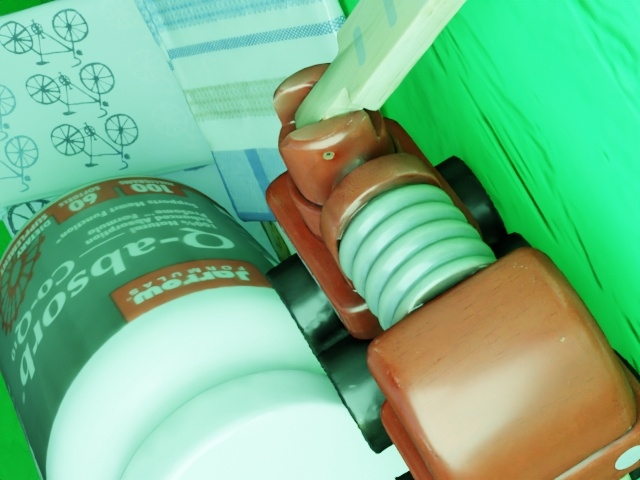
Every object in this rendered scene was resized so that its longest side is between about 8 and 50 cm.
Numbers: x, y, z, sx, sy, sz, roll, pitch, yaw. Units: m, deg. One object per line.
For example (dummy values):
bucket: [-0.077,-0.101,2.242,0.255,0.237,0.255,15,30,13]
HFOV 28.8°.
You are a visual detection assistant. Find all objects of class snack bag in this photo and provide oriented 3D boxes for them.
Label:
snack bag: [-0.178,-0.057,1.118,0.037,0.323,0.342,-64,-41,-55]

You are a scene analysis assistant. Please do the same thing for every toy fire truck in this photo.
toy fire truck: [0.054,-0.006,0.525,0.217,0.159,0.246,57,177,38]

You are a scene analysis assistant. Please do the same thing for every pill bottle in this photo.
pill bottle: [-0.085,0.102,0.806,0.363,0.210,0.210,40,153,60]

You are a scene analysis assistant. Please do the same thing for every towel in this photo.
towel: [-0.047,-0.140,0.808,0.209,0.034,0.285,2,121,54]

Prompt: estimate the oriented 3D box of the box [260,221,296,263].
box: [0.000,0.000,0.955,0.324,0.063,0.067,63,169,12]
